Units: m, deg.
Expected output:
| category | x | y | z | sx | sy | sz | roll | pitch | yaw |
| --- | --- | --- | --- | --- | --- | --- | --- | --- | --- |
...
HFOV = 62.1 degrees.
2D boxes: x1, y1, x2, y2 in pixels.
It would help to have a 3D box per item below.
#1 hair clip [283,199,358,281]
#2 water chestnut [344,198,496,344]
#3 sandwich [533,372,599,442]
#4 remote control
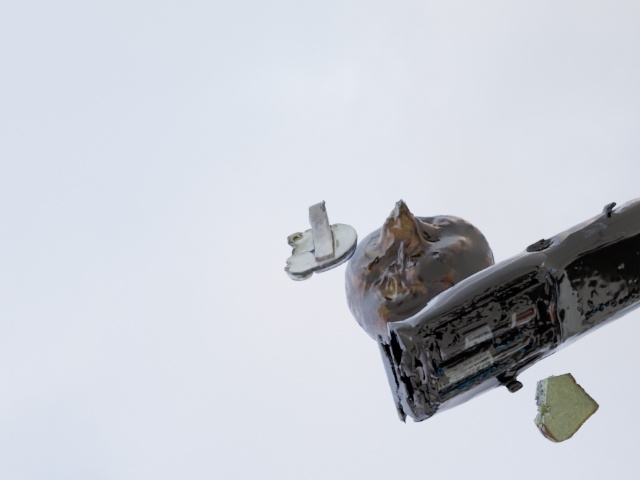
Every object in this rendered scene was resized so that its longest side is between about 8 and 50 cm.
| category | x | y | z | sx | sy | sz | roll | pitch | yaw |
| --- | --- | --- | --- | --- | --- | --- | --- | --- | --- |
| hair clip | 0.000 | 0.000 | 0.833 | 0.172 | 0.116 | 0.049 | -96 | -16 | -56 |
| water chestnut | 0.205 | 0.064 | 1.134 | 0.335 | 0.336 | 0.346 | -59 | -37 | -33 |
| sandwich | 0.384 | 0.269 | 0.859 | 0.105 | 0.035 | 0.093 | -43 | -99 | -13 |
| remote control | 0.247 | 0.063 | 0.568 | 0.399 | 0.062 | 0.144 | -23 | -69 | -18 |
